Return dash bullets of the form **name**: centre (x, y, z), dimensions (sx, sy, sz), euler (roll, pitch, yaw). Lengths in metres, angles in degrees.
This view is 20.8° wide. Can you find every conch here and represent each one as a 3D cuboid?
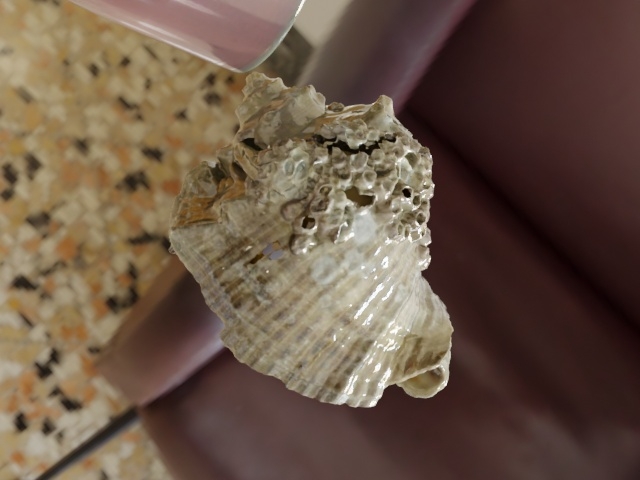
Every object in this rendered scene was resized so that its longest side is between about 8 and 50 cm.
- **conch**: centre (0.000, 0.000, 1.130), dimensions (0.178, 0.163, 0.245), euler (-28, 83, -4)

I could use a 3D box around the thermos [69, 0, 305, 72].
- **thermos**: centre (-0.132, -0.219, 0.994), dimensions (0.265, 0.176, 0.146), euler (20, 24, -25)
